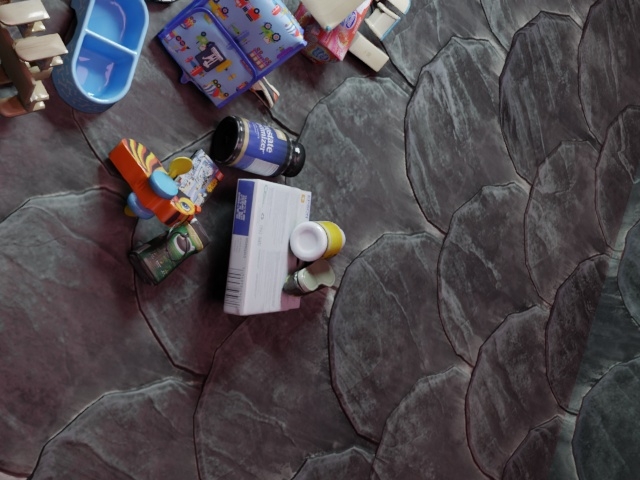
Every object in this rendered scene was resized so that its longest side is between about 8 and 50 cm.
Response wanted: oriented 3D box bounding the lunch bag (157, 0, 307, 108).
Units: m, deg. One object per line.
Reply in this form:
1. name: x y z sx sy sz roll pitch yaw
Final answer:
1. lunch bag: -0.215 -0.466 1.823 0.293 0.138 0.221 -35 116 14

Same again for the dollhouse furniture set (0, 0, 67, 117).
1. dollhouse furniture set: -0.625 -0.375 1.492 0.161 0.212 0.242 -26 84 -37

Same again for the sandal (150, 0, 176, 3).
1. sandal: -0.423 -0.710 1.686 0.167 0.107 0.446 -47 121 -27

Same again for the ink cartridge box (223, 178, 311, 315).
1. ink cartridge box: -0.128 0.019 1.996 0.330 0.071 0.324 6 91 -69

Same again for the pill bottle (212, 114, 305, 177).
1. pill bottle: -0.148 -0.225 1.953 0.219 0.122 0.123 12 86 -40

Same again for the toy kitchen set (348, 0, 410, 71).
1. toy kitchen set: 0.160 -0.616 2.213 0.122 0.166 0.207 29 112 -37

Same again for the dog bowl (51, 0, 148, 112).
1. dog bowl: -0.466 -0.423 1.700 0.166 0.074 0.297 20 81 -39

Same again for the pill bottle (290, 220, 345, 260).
1. pill bottle: 0.000 0.000 2.078 0.184 0.103 0.103 -4 98 -67

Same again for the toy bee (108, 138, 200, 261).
1. toy bee: -0.354 -0.087 1.767 0.162 0.195 0.298 -2 77 -65

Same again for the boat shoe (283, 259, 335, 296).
1. boat shoe: -0.028 0.101 2.092 0.081 0.068 0.227 68 22 5

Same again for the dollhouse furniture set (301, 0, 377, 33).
1. dollhouse furniture set: -0.033 -0.645 1.945 0.286 0.198 0.303 -40 116 11

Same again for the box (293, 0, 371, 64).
1. box: 0.030 -0.603 2.063 0.128 0.122 0.257 35 73 -36

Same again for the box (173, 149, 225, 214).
1. box: -0.302 -0.138 1.894 0.094 0.027 0.137 49 64 -30

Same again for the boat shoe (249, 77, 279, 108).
1. boat shoe: -0.158 -0.388 1.980 0.137 0.049 0.043 40 71 -40

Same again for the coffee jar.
1. coffee jar: -0.348 0.018 1.837 0.184 0.079 0.096 -39 110 -30
